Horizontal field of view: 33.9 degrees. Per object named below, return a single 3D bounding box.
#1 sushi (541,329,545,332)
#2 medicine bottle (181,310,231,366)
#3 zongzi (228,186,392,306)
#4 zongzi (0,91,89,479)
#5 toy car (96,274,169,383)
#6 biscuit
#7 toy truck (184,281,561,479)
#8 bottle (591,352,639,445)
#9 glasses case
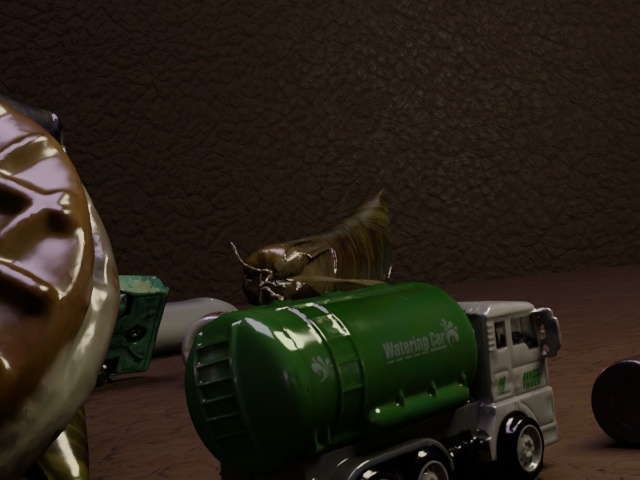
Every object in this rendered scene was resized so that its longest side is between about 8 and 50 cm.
[{"bbox_3d":[0.176,0.114,1.427,0.193,0.040,0.210,-6,0,-35],"label":"sushi"},{"bbox_3d":[-0.122,0.126,1.272,0.079,0.079,0.140,-6,0,0],"label":"medicine bottle"},{"bbox_3d":[0.000,0.000,1.248,0.111,0.240,0.248,-6,-25,32],"label":"zongzi"},{"bbox_3d":[-0.345,0.125,0.836,0.403,0.432,0.208,-43,-40,20],"label":"zongzi"},{"bbox_3d":[-0.351,0.107,1.271,0.321,0.141,0.097,0,34,-30],"label":"toy car"},{"bbox_3d":[-0.285,0.040,0.634,0.332,0.332,0.103,-6,-39,3],"label":"biscuit"},{"bbox_3d":[0.034,0.086,0.581,0.101,0.124,0.243,-7,-2,42],"label":"toy truck"},{"bbox_3d":[0.243,0.097,0.724,0.060,0.060,0.164,-6,-1,38],"label":"bottle"},{"bbox_3d":[-0.270,0.140,1.651,0.308,0.083,0.128,-6,0,-37],"label":"glasses case"}]
